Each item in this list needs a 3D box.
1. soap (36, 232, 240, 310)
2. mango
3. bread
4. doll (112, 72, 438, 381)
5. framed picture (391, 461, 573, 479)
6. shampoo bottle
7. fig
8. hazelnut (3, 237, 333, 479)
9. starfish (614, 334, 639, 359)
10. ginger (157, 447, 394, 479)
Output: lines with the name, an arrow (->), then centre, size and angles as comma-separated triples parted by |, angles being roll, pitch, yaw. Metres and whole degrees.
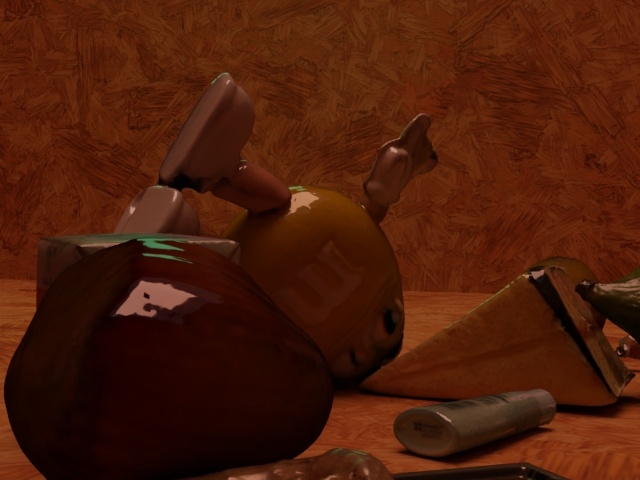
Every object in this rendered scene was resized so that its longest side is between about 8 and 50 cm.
soap -> -0.161, 0.086, 0.825 | 0.138, 0.182, 0.199 | -1, 2, -25
mango -> 0.348, 0.106, 1.403 | 0.130, 0.167, 0.262 | 17, 5, 29
bread -> 0.206, 0.160, 1.118 | 0.264, 0.163, 0.167 | -36, -14, 22
doll -> -0.032, 0.003, 1.090 | 0.423, 0.348, 0.161 | 4, 22, -33
framed picture -> 0.111, 0.174, 0.530 | 0.232, 0.024, 0.315 | 1, 2, -23
shampoo bottle -> 0.150, 0.160, 0.869 | 0.069, 0.041, 0.190 | -6, -4, 42
fig -> 0.407, 0.091, 1.097 | 0.235, 0.203, 0.203 | -3, 1, -4
hazelnut -> -0.100, 0.097, 0.632 | 0.186, 0.210, 0.210 | -43, 14, -14
starfish -> 0.635, 0.075, 1.236 | 0.432, 0.082, 0.324 | 5, 48, 50
ginger -> -0.036, 0.141, 0.522 | 0.173, 0.051, 0.069 | -20, -13, 18
